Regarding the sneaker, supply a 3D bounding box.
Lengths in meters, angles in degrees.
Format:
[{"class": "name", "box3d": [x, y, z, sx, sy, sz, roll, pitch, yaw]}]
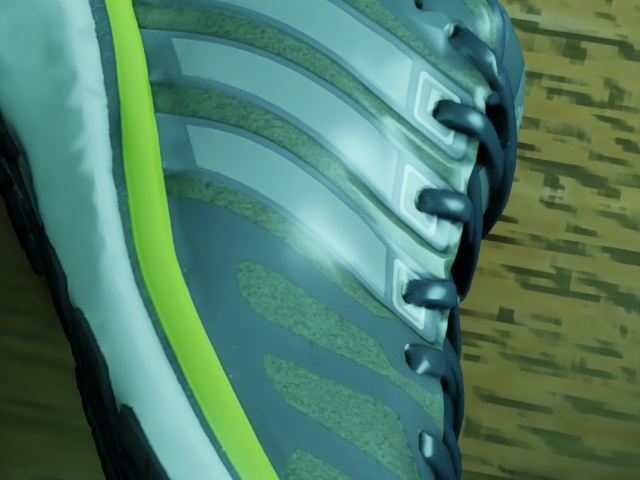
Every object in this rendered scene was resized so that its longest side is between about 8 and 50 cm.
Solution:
[{"class": "sneaker", "box3d": [0.000, 0.000, 0.439, 0.121, 0.111, 0.300, -19, 64, -10]}]
